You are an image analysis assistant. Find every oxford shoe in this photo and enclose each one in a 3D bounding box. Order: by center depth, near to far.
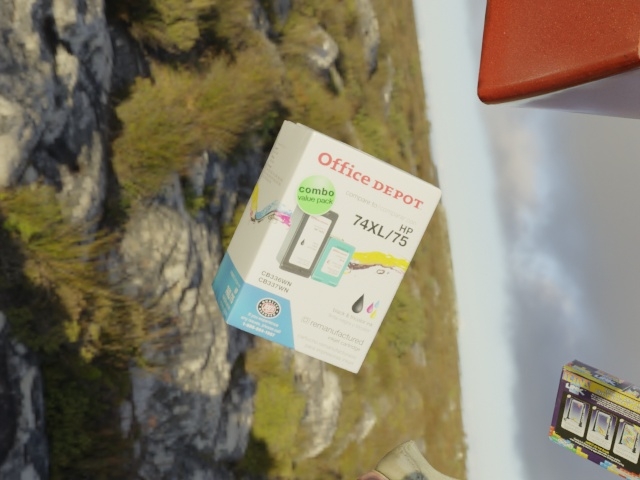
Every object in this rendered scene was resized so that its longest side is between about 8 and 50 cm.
[{"bbox_3d":[0.247,0.481,1.399,0.146,0.397,0.140,-41,155,-25],"label":"oxford shoe"}]

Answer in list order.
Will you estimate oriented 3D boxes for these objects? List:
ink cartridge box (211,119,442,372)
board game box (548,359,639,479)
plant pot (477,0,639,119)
[{"bbox_3d":[0.000,0.000,1.169,0.270,0.198,0.197,-66,-164,6],"label":"ink cartridge box"},{"bbox_3d":[0.461,0.290,1.365,0.048,0.170,0.141,-13,118,-44],"label":"board game box"},{"bbox_3d":[0.359,-0.273,0.944,0.235,0.267,0.268,-152,-115,-69],"label":"plant pot"}]
